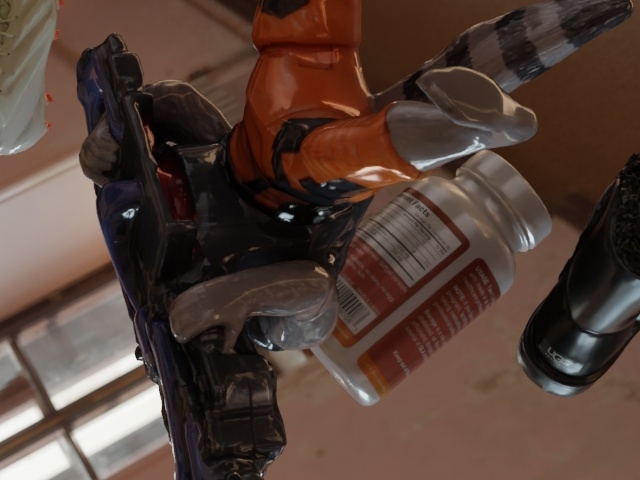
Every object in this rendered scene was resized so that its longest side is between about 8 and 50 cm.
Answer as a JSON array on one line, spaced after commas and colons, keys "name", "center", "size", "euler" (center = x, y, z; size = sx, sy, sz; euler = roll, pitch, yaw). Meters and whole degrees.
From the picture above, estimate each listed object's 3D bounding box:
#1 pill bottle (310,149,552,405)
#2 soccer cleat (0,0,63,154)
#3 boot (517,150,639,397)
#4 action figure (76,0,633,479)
[{"name": "pill bottle", "center": [0.082, 0.026, 1.045], "size": [0.121, 0.216, 0.121], "euler": [50, 173, 8]}, {"name": "soccer cleat", "center": [-0.252, -0.153, 1.005], "size": [0.068, 0.076, 0.196], "euler": [29, 127, 29]}, {"name": "boot", "center": [0.246, -0.015, 0.897], "size": [0.094, 0.246, 0.207], "euler": [38, 149, 9]}, {"name": "action figure", "center": [0.000, 0.000, 0.626], "size": [0.330, 0.178, 0.341], "euler": [-48, 49, 45]}]
